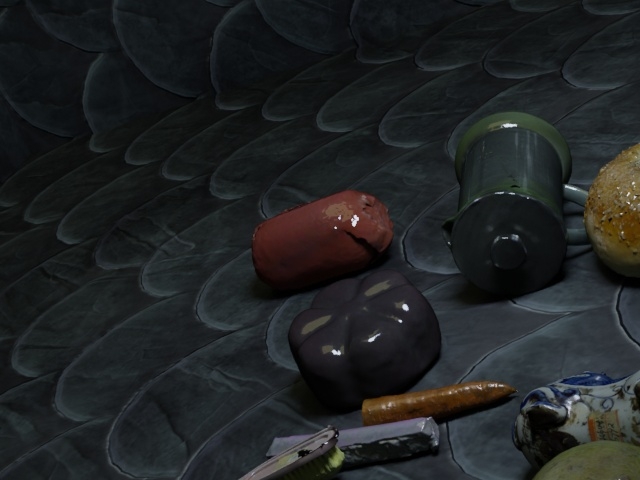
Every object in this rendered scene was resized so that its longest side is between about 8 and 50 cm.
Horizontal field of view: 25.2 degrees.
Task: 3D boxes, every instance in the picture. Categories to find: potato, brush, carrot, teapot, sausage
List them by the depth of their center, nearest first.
[{"bbox_3d":[0.292,0.313,1.543,0.174,0.159,0.251,-43,-4,33],"label":"potato"},{"bbox_3d":[-0.094,0.355,2.008,0.312,0.067,0.072,-29,5,20],"label":"brush"},{"bbox_3d":[0.167,0.227,2.019,0.224,0.057,0.057,-15,23,17],"label":"carrot"},{"bbox_3d":[0.338,-0.050,2.338,0.270,0.200,0.337,12,29,3],"label":"teapot"},{"bbox_3d":[0.000,0.000,2.609,0.279,0.152,0.152,-18,22,25],"label":"sausage"}]

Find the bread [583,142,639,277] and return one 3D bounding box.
[{"bbox_3d":[0.534,-0.069,2.172,0.305,0.159,0.305,-23,21,9],"label":"bread"}]

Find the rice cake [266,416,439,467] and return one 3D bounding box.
[{"bbox_3d":[0.046,0.287,2.011,0.269,0.049,0.055,-12,23,30],"label":"rice cake"}]

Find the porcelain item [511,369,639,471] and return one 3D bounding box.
[{"bbox_3d":[0.377,0.215,1.738,0.288,0.138,0.186,-15,5,35],"label":"porcelain item"}]

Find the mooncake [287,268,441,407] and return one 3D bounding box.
[{"bbox_3d":[0.067,0.150,2.212,0.245,0.133,0.245,-20,29,12],"label":"mooncake"}]
